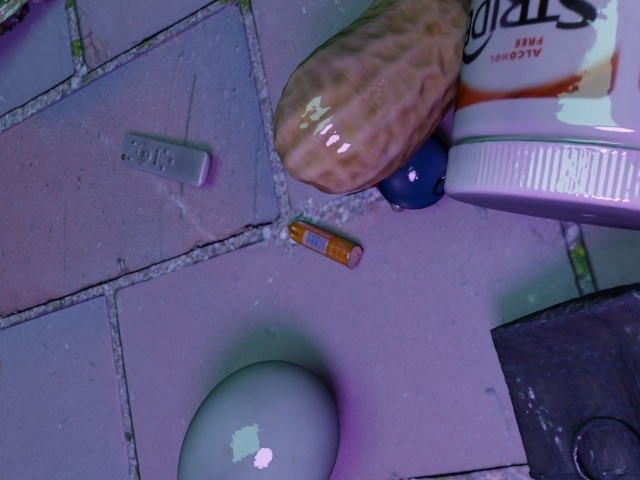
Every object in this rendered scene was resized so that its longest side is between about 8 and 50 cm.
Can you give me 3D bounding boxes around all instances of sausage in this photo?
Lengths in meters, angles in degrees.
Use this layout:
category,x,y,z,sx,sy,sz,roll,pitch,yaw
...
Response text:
category,x,y,z,sx,sy,sz,roll,pitch,yaw
sausage,0.000,0.000,0.865,0.107,0.031,0.031,26,99,30

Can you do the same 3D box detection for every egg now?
category,x,y,z,sx,sy,sz,roll,pitch,yaw
egg,-0.071,0.241,0.807,0.168,0.168,0.231,39,109,28

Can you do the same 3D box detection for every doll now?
category,x,y,z,sx,sy,sz,roll,pitch,yaw
doll,0.085,-0.083,0.791,0.151,0.085,0.114,17,129,41

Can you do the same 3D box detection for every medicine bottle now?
category,x,y,z,sx,sy,sz,roll,pitch,yaw
medicine bottle,0.244,-0.138,0.598,0.252,0.252,0.241,8,90,32

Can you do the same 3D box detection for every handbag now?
category,x,y,z,sx,sy,sz,roll,pitch,yaw
handbag,0.259,0.132,0.623,0.270,0.088,0.175,-31,72,59

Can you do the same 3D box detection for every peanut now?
category,x,y,z,sx,sy,sz,roll,pitch,yaw
peanut,0.074,-0.169,0.712,0.140,0.325,0.153,39,147,1

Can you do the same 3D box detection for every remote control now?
category,x,y,z,sx,sy,sz,roll,pitch,yaw
remote control,-0.221,-0.115,1.014,0.184,0.027,0.050,17,94,36

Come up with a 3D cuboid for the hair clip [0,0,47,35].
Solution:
category,x,y,z,sx,sy,sz,roll,pitch,yaw
hair clip,-0.525,-0.411,1.190,0.321,0.091,0.138,-31,62,13
